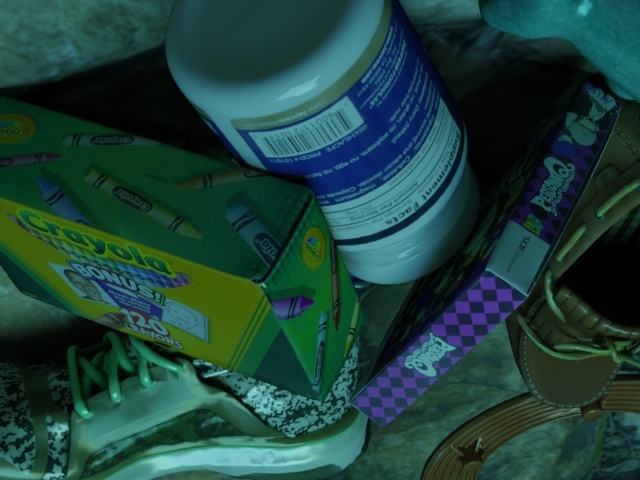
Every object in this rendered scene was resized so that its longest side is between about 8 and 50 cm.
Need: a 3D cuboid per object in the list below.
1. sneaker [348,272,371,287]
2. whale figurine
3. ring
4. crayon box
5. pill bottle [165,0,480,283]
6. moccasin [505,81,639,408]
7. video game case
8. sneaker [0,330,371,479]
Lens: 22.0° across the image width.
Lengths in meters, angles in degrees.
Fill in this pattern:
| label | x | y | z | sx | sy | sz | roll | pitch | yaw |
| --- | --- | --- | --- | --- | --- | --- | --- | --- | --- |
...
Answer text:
| label | x | y | z | sx | sy | sz | roll | pitch | yaw |
| --- | --- | --- | --- | --- | --- | --- | --- | --- | --- |
| sneaker | 0.000 | 0.000 | 1.321 | 0.211 | 0.081 | 0.080 | -23 | 144 | 18 |
| whale figurine | 0.249 | -0.138 | 1.137 | 0.272 | 0.141 | 0.216 | 8 | 157 | -14 |
| ring | 0.275 | 0.247 | 1.767 | 0.336 | 0.032 | 0.337 | -7 | 143 | -6 |
| crayon box | -0.118 | 0.004 | 1.174 | 0.278 | 0.081 | 0.165 | 18 | 154 | 26 |
| pill bottle | 0.013 | -0.085 | 1.149 | 0.153 | 0.153 | 0.265 | -20 | 143 | 13 |
| moccasin | 0.247 | 0.033 | 1.372 | 0.139 | 0.147 | 0.380 | 1 | 142 | -15 |
| video game case | 0.123 | 0.013 | 1.249 | 0.041 | 0.210 | 0.232 | 35 | 143 | -4 |
| sneaker | -0.143 | 0.109 | 1.404 | 0.410 | 0.158 | 0.182 | -5 | 133 | -19 |
